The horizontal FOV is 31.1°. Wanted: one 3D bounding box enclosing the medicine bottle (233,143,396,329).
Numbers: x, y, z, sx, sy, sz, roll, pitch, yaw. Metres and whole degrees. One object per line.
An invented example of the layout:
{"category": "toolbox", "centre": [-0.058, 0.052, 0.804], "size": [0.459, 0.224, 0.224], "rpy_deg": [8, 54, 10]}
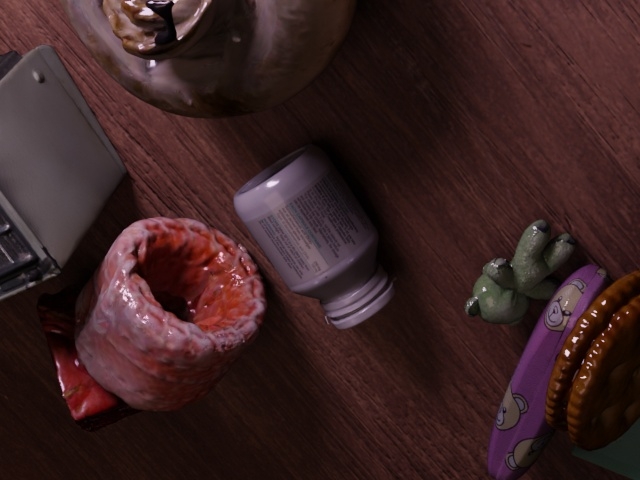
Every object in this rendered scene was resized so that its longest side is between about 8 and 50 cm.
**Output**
{"category": "medicine bottle", "centre": [0.000, 0.000, 1.435], "size": [0.135, 0.135, 0.215], "rpy_deg": [-27, 104, 34]}

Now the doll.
{"category": "doll", "centre": [0.242, 0.039, 1.391], "size": [0.115, 0.077, 0.150], "rpy_deg": [21, 122, -33]}

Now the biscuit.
{"category": "biscuit", "centre": [0.338, 0.136, 1.303], "size": [0.066, 0.220, 0.220], "rpy_deg": [35, 130, 34]}

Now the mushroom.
{"category": "mushroom", "centre": [-0.141, -0.295, 1.237], "size": [0.362, 0.294, 0.362], "rpy_deg": [13, 123, 21]}

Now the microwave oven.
{"category": "microwave oven", "centre": [-0.507, -0.055, 1.511], "size": [0.394, 0.333, 0.247], "rpy_deg": [-23, 112, 21]}

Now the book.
{"category": "book", "centre": [0.384, 0.237, 1.457], "size": [0.103, 0.017, 0.135], "rpy_deg": [20, 123, 18]}

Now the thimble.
{"category": "thimble", "centre": [-0.200, 0.098, 1.520], "size": [0.239, 0.239, 0.162], "rpy_deg": [40, 129, 0]}

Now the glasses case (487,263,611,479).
{"category": "glasses case", "centre": [0.277, 0.167, 1.403], "size": [0.076, 0.123, 0.316], "rpy_deg": [27, 126, 16]}

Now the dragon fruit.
{"category": "dragon fruit", "centre": [-0.305, 0.153, 1.649], "size": [0.317, 0.152, 0.205], "rpy_deg": [125, 124, -77]}
